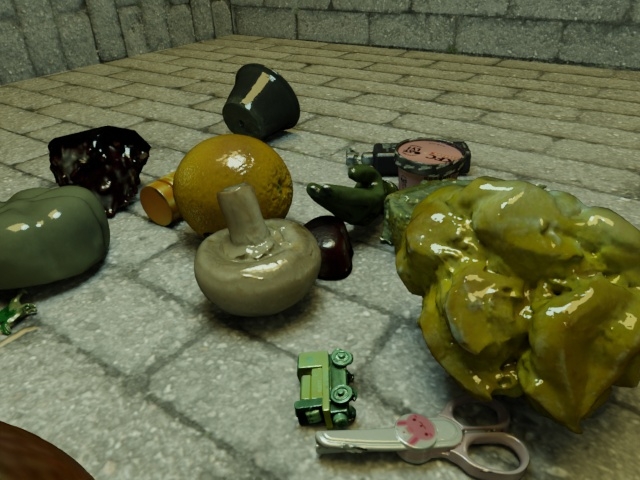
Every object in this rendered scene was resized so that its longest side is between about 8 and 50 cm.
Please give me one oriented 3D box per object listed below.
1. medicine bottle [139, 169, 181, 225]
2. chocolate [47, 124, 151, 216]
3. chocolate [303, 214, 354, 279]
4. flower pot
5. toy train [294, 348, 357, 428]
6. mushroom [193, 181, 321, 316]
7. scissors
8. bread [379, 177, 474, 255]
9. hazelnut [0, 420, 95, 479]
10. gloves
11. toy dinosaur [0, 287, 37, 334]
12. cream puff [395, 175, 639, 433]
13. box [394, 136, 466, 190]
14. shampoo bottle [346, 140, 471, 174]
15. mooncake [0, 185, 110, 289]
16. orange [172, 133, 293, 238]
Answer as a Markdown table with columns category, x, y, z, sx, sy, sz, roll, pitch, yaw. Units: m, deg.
| category | x | y | z | sx | sy | sz | roll | pitch | yaw |
| --- | --- | --- | --- | --- | --- | --- | --- | --- | --- |
| medicine bottle | -0.302 | -0.116 | 1.134 | 0.096 | 0.096 | 0.192 | 15 | 35 | 26 |
| chocolate | -0.503 | -0.128 | 1.164 | 0.224 | 0.206 | 0.177 | -11 | 75 | 3 |
| chocolate | 0.000 | 0.000 | 0.941 | 0.125 | 0.080 | 0.148 | 2 | 33 | 6 |
| flower pot | -0.197 | -0.390 | 1.505 | 0.235 | 0.235 | 0.148 | 17 | 54 | 29 |
| toy train | 0.008 | 0.190 | 0.655 | 0.081 | 0.050 | 0.122 | -5 | 31 | 4 |
| mushroom | -0.107 | 0.007 | 0.807 | 0.207 | 0.215 | 0.207 | -9 | 27 | 5 |
| scissors | 0.115 | 0.232 | 0.594 | 0.242 | 0.030 | 0.118 | -1 | 30 | -3 |
| bread | 0.235 | -0.045 | 0.962 | 0.257 | 0.124 | 0.186 | -23 | 36 | -33 |
| hazelnut | -0.279 | 0.279 | 0.270 | 0.359 | 0.359 | 0.409 | -22 | 27 | -29 |
| gloves | 0.080 | -0.086 | 1.000 | 0.107 | 0.135 | 0.268 | 41 | 26 | 31 |
| toy dinosaur | -0.514 | 0.111 | 0.839 | 0.060 | 0.029 | 0.120 | -32 | 41 | -23 |
| cream puff | 0.239 | 0.089 | 0.643 | 0.324 | 0.291 | 0.257 | 22 | 66 | 11 |
| box | 0.236 | -0.140 | 1.110 | 0.151 | 0.135 | 0.151 | -1 | 35 | 1 |
| shampoo bottle | 0.220 | -0.211 | 1.292 | 0.309 | 0.071 | 0.098 | -2 | 34 | 4 |
| mooncake | -0.535 | -0.013 | 0.926 | 0.275 | 0.135 | 0.275 | -5 | 24 | 2 |
| orange | -0.170 | -0.098 | 0.977 | 0.236 | 0.236 | 0.236 | -1 | 31 | 1 |
